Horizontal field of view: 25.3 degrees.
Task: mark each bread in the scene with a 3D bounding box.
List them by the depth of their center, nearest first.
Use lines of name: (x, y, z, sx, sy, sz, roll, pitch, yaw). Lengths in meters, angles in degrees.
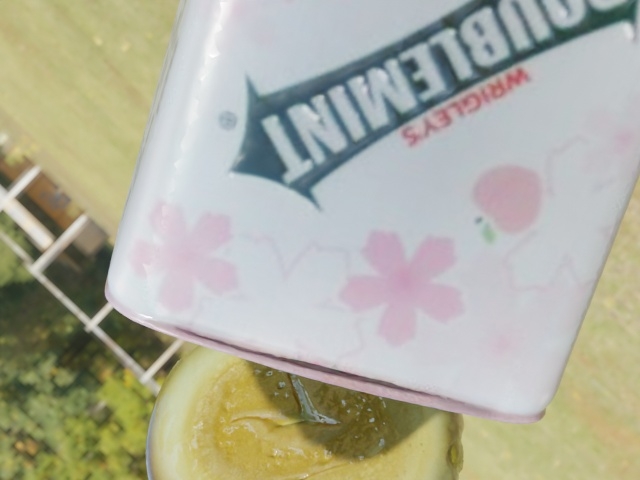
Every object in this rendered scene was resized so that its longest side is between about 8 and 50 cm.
bread: (-0.007, 0.140, 0.956, 0.213, 0.213, 0.105, 41, 166, 19)

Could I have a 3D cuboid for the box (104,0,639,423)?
box: (0.055, -0.129, 0.524, 0.190, 0.370, 0.112, 14, -161, -9)
